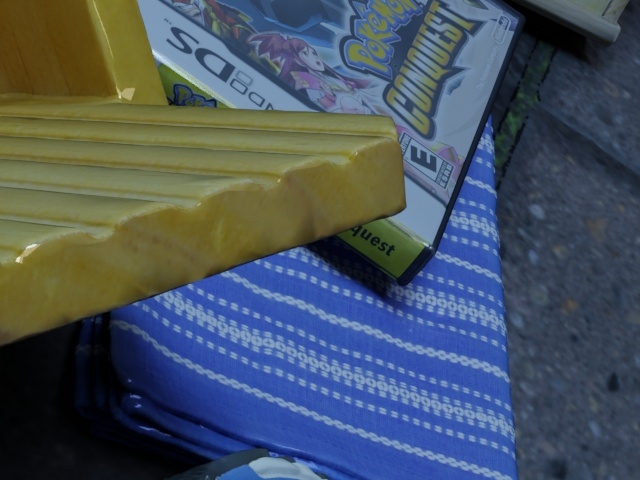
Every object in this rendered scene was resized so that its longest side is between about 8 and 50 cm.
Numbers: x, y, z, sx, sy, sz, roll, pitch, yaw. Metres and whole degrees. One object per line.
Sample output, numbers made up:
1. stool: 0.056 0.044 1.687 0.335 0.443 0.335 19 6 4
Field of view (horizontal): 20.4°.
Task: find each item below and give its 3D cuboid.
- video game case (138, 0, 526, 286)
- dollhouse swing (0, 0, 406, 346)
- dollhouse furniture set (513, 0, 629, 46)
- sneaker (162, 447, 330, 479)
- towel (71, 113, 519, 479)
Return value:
1. video game case: -0.013 -0.128 1.007 0.248 0.035 0.275 35 37 -7
2. dollhouse swing: -0.183 -0.111 0.668 0.347 0.305 0.315 -18 92 -45
3. dollhouse furniture set: 0.159 -0.349 1.302 0.362 0.256 0.394 23 21 -18
4. sneaker: 0.006 0.206 0.530 0.130 0.330 0.147 -25 30 -10
5. towel: 0.000 0.000 0.937 0.243 0.040 0.336 22 42 -20
